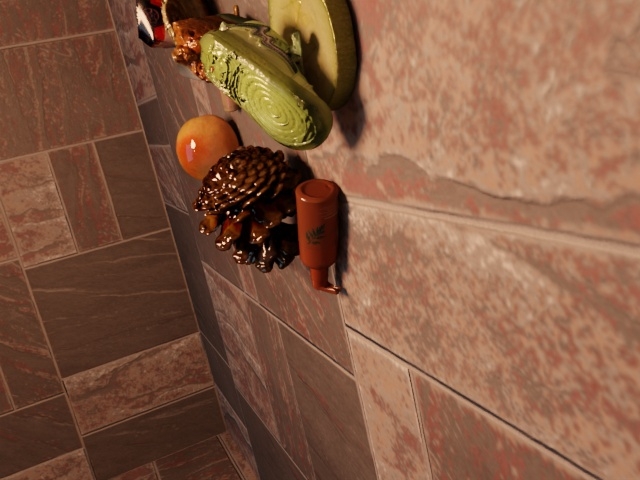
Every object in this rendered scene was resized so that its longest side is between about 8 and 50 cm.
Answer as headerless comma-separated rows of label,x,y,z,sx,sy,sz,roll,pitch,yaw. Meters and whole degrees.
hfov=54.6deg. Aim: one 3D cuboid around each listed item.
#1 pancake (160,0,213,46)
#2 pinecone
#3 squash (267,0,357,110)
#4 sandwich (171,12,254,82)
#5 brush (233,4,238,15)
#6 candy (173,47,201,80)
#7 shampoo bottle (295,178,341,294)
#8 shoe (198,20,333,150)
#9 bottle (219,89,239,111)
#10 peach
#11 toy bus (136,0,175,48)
pancake,-0.300,-0.531,1.503,0.257,0.056,0.212,42,-137,-62
pinecone,-0.127,-0.053,1.301,0.246,0.246,0.292,49,172,47
squash,-0.017,-0.331,1.026,0.252,0.049,0.252,51,151,43
sandwich,-0.189,-0.383,1.239,0.292,0.212,0.109,-116,32,-59
brush,-0.189,-0.454,1.425,0.043,0.014,0.169,-126,29,-45
candy,-0.368,-0.539,1.729,0.138,0.071,0.174,28,132,48
shampoo bottle,-0.002,-0.001,1.215,0.085,0.085,0.244,49,152,47
shoe,-0.079,-0.267,1.011,0.262,0.128,0.140,35,162,7
bottle,-0.229,-0.371,1.549,0.045,0.045,0.096,47,149,50
peach,-0.303,-0.250,1.665,0.184,0.184,0.184,52,151,44
toy bus,-0.399,-0.642,1.566,0.127,0.147,0.302,-165,73,-68
